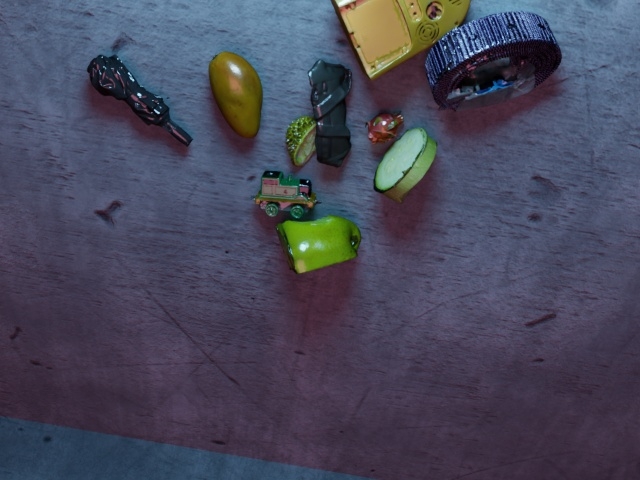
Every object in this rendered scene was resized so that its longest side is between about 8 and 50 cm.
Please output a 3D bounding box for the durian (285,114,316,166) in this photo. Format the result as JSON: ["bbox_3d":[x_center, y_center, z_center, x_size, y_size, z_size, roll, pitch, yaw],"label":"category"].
[{"bbox_3d":[-0.049,-0.305,1.556,0.100,0.086,0.215,-4,138,-33],"label":"durian"}]

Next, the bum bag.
[{"bbox_3d":[0.037,-0.347,1.471,0.142,0.079,0.327,-31,135,-26],"label":"bum bag"}]

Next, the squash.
[{"bbox_3d":[0.256,-0.200,1.491,0.133,0.220,0.220,34,123,-13],"label":"squash"}]

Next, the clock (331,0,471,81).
[{"bbox_3d":[0.205,-0.558,1.265,0.316,0.200,0.244,-23,124,12],"label":"clock"}]

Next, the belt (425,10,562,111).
[{"bbox_3d":[0.420,-0.435,1.301,0.324,0.122,0.260,-12,159,-6],"label":"belt"}]

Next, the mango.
[{"bbox_3d":[-0.224,-0.398,1.468,0.138,0.113,0.254,-6,127,12],"label":"mango"}]

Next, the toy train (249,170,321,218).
[{"bbox_3d":[-0.110,-0.148,1.655,0.227,0.091,0.136,3,116,5],"label":"toy train"}]

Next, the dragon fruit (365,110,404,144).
[{"bbox_3d":[0.185,-0.323,1.496,0.116,0.086,0.081,-31,79,17],"label":"dragon fruit"}]

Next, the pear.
[{"bbox_3d":[0.000,0.000,1.667,0.292,0.292,0.160,-10,92,14],"label":"pear"}]

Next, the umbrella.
[{"bbox_3d":[-0.509,-0.393,1.519,0.118,0.118,0.340,-34,119,27],"label":"umbrella"}]
